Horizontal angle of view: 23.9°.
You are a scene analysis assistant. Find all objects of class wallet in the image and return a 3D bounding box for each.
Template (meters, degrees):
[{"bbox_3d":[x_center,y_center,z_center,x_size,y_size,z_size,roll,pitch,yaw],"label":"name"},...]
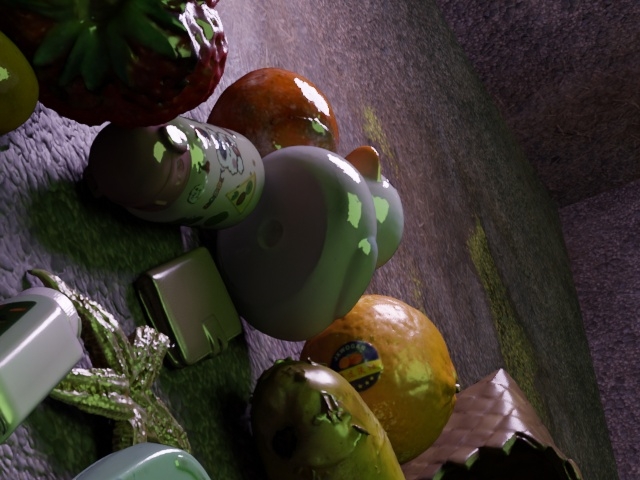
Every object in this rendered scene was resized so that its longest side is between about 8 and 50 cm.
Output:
[{"bbox_3d":[-0.139,0.073,1.616,0.118,0.039,0.153,67,21,0],"label":"wallet"}]

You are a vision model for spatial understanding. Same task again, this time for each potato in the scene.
[{"bbox_3d":[0.013,0.249,1.696,0.173,0.140,0.300,-103,168,-47],"label":"potato"}]

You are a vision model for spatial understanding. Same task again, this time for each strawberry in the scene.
[{"bbox_3d":[-0.212,-0.232,1.455,0.288,0.239,0.250,-129,-143,-75],"label":"strawberry"}]

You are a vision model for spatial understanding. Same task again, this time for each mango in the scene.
[{"bbox_3d":[-0.317,-0.153,1.281,0.184,0.085,0.102,33,41,-46],"label":"mango"}]

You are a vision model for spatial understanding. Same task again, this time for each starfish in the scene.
[{"bbox_3d":[-0.188,0.146,1.389,0.235,0.062,0.277,-74,144,-54],"label":"starfish"}]

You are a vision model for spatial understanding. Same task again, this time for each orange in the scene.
[{"bbox_3d":[0.071,0.175,1.889,0.219,0.193,0.219,-19,90,-90],"label":"orange"}]

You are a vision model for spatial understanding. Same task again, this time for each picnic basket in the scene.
[{"bbox_3d":[0.243,0.378,2.036,0.291,0.254,0.321,56,11,-36],"label":"picnic basket"}]

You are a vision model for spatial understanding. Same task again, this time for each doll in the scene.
[{"bbox_3d":[0.000,0.000,1.781,0.221,0.221,0.251,21,90,-67],"label":"doll"}]

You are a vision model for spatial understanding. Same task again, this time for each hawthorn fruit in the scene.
[{"bbox_3d":[-0.064,-0.131,1.874,0.173,0.173,0.173,56,22,-36],"label":"hawthorn fruit"}]

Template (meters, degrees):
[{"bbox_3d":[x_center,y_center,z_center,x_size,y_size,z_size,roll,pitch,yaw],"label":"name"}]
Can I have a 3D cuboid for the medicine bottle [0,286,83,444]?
[{"bbox_3d":[-0.246,0.097,1.139,0.078,0.115,0.219,64,18,-11],"label":"medicine bottle"}]

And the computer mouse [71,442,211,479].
[{"bbox_3d":[-0.171,0.264,1.210,0.288,0.097,0.159,-36,106,-60],"label":"computer mouse"}]

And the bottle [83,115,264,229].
[{"bbox_3d":[-0.156,-0.075,1.600,0.253,0.120,0.120,8,63,-71],"label":"bottle"}]
